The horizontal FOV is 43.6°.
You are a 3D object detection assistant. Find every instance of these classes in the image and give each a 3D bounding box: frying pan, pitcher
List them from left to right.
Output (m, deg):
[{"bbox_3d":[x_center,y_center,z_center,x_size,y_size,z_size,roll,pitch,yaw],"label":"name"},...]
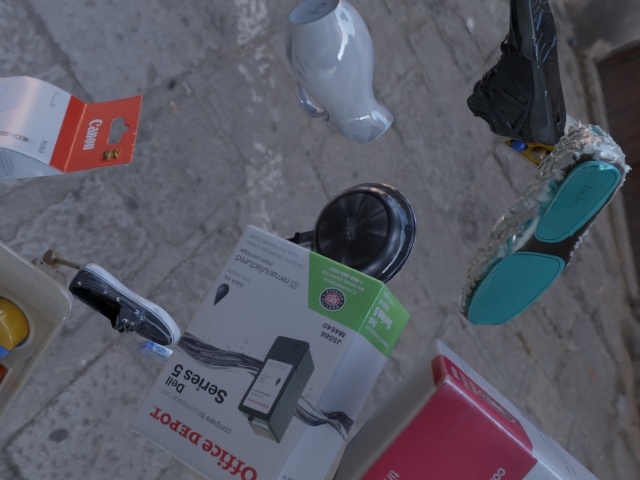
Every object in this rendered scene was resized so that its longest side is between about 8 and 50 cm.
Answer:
[{"bbox_3d":[0.006,-0.258,1.204,0.125,0.177,0.207,-50,135,-27],"label":"pitcher"},{"bbox_3d":[0.014,-0.026,1.368,0.053,0.326,0.197,35,76,-55],"label":"frying pan"}]

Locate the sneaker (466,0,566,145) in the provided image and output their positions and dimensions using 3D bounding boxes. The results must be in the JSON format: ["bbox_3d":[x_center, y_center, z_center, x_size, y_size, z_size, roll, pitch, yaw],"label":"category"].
[{"bbox_3d":[0.251,-0.232,1.074,0.087,0.130,0.228,-53,138,-38],"label":"sneaker"}]

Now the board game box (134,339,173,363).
[{"bbox_3d":[-0.348,0.246,1.738,0.090,0.090,0.020,28,66,-20],"label":"board game box"}]

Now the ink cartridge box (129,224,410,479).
[{"bbox_3d":[-0.055,0.148,0.913,0.273,0.198,0.115,-61,150,-12],"label":"ink cartridge box"}]

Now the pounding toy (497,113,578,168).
[{"bbox_3d":[0.437,-0.190,1.551,0.141,0.130,0.100,33,71,-10],"label":"pounding toy"}]

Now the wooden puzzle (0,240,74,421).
[{"bbox_3d":[-0.622,0.137,1.333,0.322,0.348,0.080,37,24,-4],"label":"wooden puzzle"}]

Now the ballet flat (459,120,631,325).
[{"bbox_3d":[0.355,-0.025,1.308,0.147,0.409,0.147,16,42,-15],"label":"ballet flat"}]

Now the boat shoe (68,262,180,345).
[{"bbox_3d":[-0.372,0.135,1.506,0.228,0.080,0.076,41,43,-9],"label":"boat shoe"}]

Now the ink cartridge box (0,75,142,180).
[{"bbox_3d":[-0.577,-0.245,1.651,0.308,0.384,0.091,-100,-177,-53],"label":"ink cartridge box"}]

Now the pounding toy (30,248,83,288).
[{"bbox_3d":[-0.582,0.086,1.648,0.094,0.181,0.206,39,24,-38],"label":"pounding toy"}]

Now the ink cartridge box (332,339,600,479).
[{"bbox_3d":[0.202,0.282,0.702,0.384,0.160,0.279,40,2,6],"label":"ink cartridge box"}]
